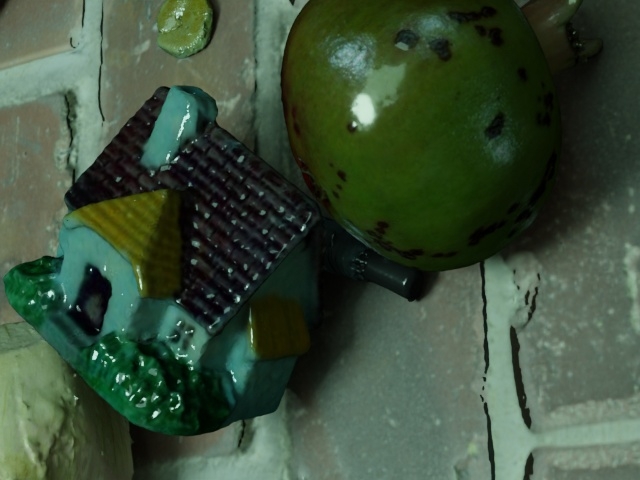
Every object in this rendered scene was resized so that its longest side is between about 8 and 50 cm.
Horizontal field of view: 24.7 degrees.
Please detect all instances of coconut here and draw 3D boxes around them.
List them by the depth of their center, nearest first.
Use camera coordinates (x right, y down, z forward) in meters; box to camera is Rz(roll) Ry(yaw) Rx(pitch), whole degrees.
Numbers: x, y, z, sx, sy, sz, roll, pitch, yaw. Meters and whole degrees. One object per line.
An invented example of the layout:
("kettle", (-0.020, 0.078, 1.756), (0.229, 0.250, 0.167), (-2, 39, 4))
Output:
("coconut", (-0.340, 0.235, 1.471), (0.297, 0.297, 0.255), (-26, 61, 21))

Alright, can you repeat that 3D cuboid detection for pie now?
("pie", (-0.155, -0.249, 1.676), (0.084, 0.020, 0.084), (-9, 72, 29))

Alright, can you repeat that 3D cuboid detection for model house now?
("model house", (-0.127, 0.003, 1.417), (0.280, 0.230, 0.249), (37, 118, 32))

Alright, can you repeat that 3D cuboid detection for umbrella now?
("umbrella", (-0.001, -0.001, 1.483), (0.250, 0.053, 0.052), (25, 89, 35))

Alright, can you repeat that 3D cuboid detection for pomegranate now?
("pomegranate", (0.127, -0.118, 1.335), (0.323, 0.291, 0.291), (-9, 66, -5))
